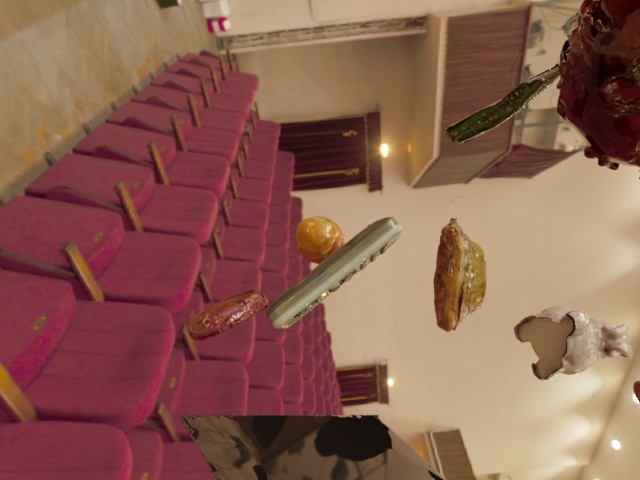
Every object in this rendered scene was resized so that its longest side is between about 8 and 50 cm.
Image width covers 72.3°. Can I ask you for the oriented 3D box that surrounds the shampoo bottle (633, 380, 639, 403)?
[{"bbox_3d":[0.518,0.172,0.557,0.108,0.220,0.051,76,1,-55],"label":"shampoo bottle"}]

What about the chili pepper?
[{"bbox_3d":[0.508,-0.365,1.191,0.359,0.084,0.077,-26,-136,46],"label":"chili pepper"}]

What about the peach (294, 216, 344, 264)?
[{"bbox_3d":[0.000,0.000,1.188,0.138,0.138,0.138,-6,90,-88],"label":"peach"}]

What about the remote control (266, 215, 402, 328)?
[{"bbox_3d":[0.029,0.068,0.940,0.066,0.335,0.128,51,-5,10],"label":"remote control"}]

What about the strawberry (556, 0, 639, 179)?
[{"bbox_3d":[0.411,-0.210,0.499,0.274,0.274,0.221,83,20,-47],"label":"strawberry"}]

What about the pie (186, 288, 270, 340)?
[{"bbox_3d":[-0.195,0.156,0.919,0.182,0.182,0.050,-81,150,-83],"label":"pie"}]

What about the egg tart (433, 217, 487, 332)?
[{"bbox_3d":[0.409,0.106,1.287,0.341,0.128,0.342,4,90,-80],"label":"egg tart"}]

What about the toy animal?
[{"bbox_3d":[0.771,0.288,1.290,0.258,0.357,0.194,132,-46,-56],"label":"toy animal"}]

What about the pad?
[{"bbox_3d":[0.060,0.260,0.439,0.367,0.247,0.007,27,96,-50],"label":"pad"}]
